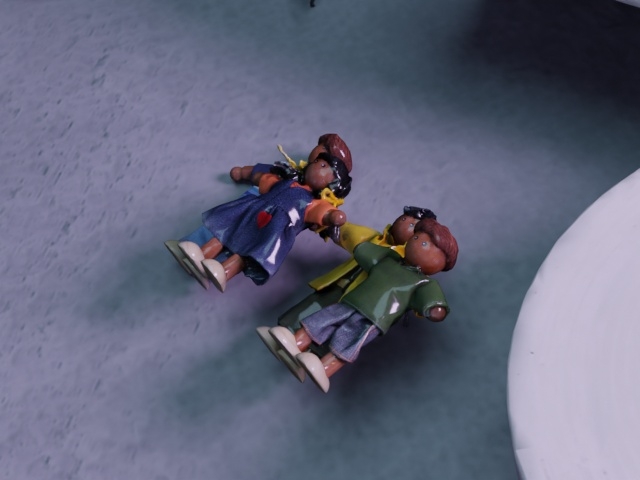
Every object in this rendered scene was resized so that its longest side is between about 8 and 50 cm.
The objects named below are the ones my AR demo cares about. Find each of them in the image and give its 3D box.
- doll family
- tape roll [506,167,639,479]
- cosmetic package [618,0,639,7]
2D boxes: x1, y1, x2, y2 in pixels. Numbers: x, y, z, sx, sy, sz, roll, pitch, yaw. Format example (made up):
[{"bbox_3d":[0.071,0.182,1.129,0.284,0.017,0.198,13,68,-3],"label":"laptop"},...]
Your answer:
[{"bbox_3d":[0.000,0.000,0.649,0.111,0.076,0.193,-41,53,-11],"label":"doll family"},{"bbox_3d":[0.218,0.078,0.506,0.286,0.100,0.286,-9,46,9],"label":"tape roll"},{"bbox_3d":[0.236,-0.178,0.626,0.365,0.155,0.197,22,24,26],"label":"cosmetic package"}]
